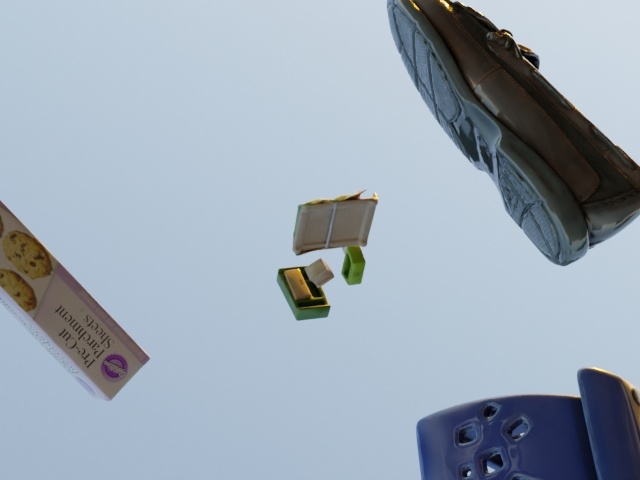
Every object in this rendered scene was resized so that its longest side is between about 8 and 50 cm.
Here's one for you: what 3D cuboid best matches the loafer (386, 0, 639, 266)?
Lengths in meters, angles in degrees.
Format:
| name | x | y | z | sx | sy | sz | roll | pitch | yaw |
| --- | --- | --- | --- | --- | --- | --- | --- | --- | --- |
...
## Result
| name | x | y | z | sx | sy | sz | roll | pitch | yaw |
| --- | --- | --- | --- | --- | --- | --- | --- | --- | --- |
| loafer | 0.139 | -0.094 | 1.003 | 0.084 | 0.096 | 0.267 | -25 | -125 | -8 |

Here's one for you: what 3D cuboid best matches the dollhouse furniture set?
| name | x | y | z | sx | sy | sz | roll | pitch | yaw |
| --- | --- | --- | --- | --- | --- | --- | --- | --- | --- |
| dollhouse furniture set | 0.000 | 0.000 | 1.275 | 0.076 | 0.151 | 0.058 | -7 | -135 | -20 |

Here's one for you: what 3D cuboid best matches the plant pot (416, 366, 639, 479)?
| name | x | y | z | sx | sy | sz | roll | pitch | yaw |
| --- | --- | --- | --- | --- | --- | --- | --- | --- | --- |
| plant pot | 0.247 | 0.262 | 1.282 | 0.236 | 0.212 | 0.236 | 33 | -141 | -41 |

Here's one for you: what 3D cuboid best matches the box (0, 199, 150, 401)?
| name | x | y | z | sx | sy | sz | roll | pitch | yaw |
| --- | --- | --- | --- | --- | --- | --- | --- | --- | --- |
| box | -0.304 | 0.025 | 1.388 | 0.067 | 0.063 | 0.324 | -46 | -74 | -20 |
